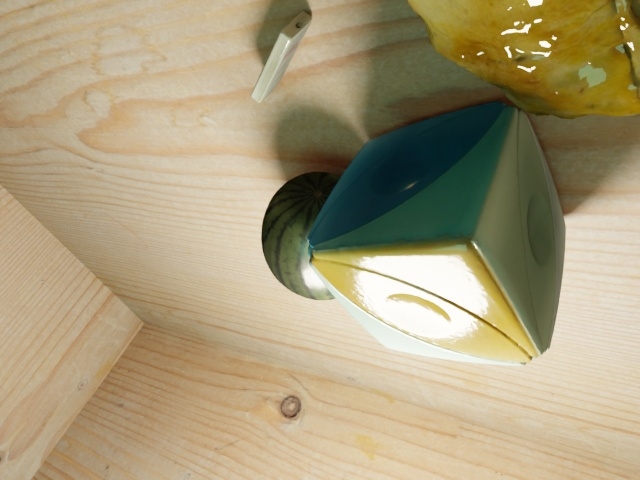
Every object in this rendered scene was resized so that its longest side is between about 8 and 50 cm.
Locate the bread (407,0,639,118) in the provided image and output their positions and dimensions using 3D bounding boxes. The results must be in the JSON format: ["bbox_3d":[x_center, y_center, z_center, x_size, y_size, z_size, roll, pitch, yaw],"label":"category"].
[{"bbox_3d":[0.235,-0.299,0.547,0.314,0.191,0.370,23,155,44],"label":"bread"}]

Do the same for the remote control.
[{"bbox_3d":[-0.080,-0.342,0.884,0.029,0.087,0.190,37,148,-7],"label":"remote control"}]

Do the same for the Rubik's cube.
[{"bbox_3d":[0.230,-0.004,0.873,0.352,0.351,0.347,-9,132,41],"label":"Rubik's cube"}]

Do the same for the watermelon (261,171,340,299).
[{"bbox_3d":[0.000,0.000,1.118,0.279,0.279,0.359,17,145,18],"label":"watermelon"}]
